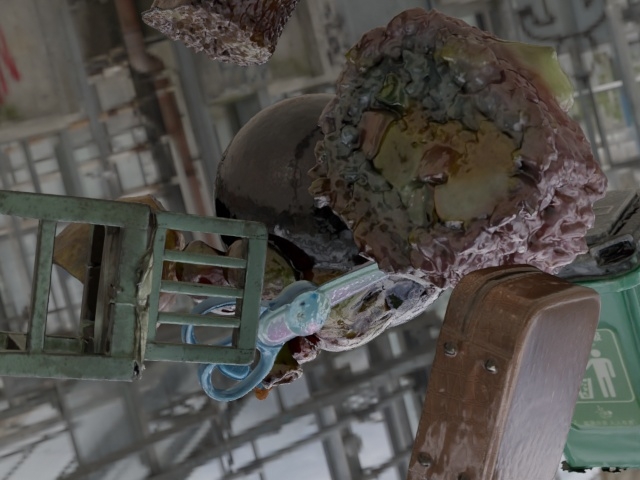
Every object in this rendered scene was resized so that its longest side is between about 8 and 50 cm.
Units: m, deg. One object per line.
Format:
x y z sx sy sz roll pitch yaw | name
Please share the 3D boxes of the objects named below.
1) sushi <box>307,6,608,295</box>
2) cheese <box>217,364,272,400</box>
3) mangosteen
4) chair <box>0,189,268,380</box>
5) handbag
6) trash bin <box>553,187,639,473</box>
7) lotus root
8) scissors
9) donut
0.134 -0.079 1.014 0.171 0.236 0.270 17 -156 -43 | sushi
-0.117 0.199 1.708 0.047 0.111 0.017 -54 -162 -21 | cheese
0.000 0.000 1.631 0.435 0.382 0.382 -57 -170 -5 | mangosteen
-0.152 0.037 0.890 0.271 0.136 0.147 7 180 -23 | chair
0.140 0.113 0.845 0.072 0.193 0.151 21 -158 35 | handbag
0.421 0.125 1.660 0.259 0.381 0.295 -7 -159 36 | trash bin
-0.288 0.026 1.732 0.180 0.199 0.188 -45 154 -5 | lotus root
-0.022 0.072 1.187 0.256 0.125 0.030 -27 -144 -16 | scissors
-0.058 -0.256 0.999 0.126 0.186 0.144 30 171 -31 | donut
